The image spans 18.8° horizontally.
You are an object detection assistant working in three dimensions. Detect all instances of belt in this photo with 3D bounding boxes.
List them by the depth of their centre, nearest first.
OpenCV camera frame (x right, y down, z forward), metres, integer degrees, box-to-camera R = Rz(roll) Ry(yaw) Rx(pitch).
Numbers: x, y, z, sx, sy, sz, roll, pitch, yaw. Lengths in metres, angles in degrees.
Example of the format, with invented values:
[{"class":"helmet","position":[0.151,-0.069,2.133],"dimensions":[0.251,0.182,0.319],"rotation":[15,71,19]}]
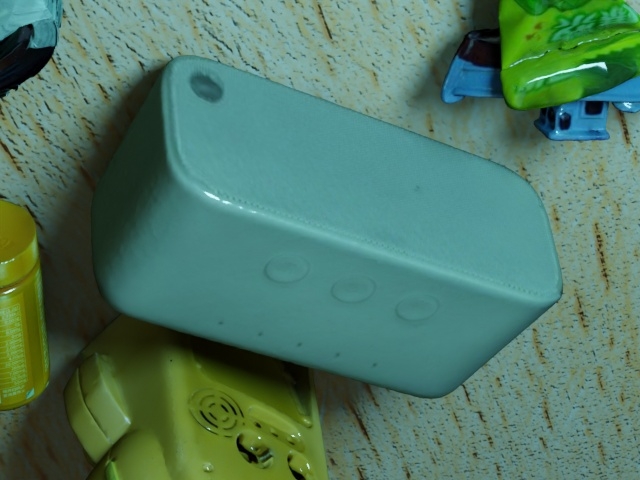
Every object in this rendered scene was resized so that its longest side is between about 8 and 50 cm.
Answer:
[{"class":"belt","position":[-0.277,-0.177,1.609],"dimensions":[0.140,0.058,0.105],"rotation":[-30,125,21]}]

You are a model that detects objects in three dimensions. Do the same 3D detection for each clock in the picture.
[{"class":"clock","position":[-0.108,0.225,1.840],"dimensions":[0.244,0.317,0.200],"rotation":[27,115,-30]}]

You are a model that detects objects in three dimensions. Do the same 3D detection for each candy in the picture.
[{"class":"candy","position":[0.202,-0.242,1.628],"dimensions":[0.149,0.069,0.246],"rotation":[-16,114,-9]}]

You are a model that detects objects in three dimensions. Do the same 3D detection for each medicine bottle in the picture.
[{"class":"medicine bottle","position":[-0.303,0.062,1.795],"dimensions":[0.096,0.096,0.192],"rotation":[-5,133,-7]}]

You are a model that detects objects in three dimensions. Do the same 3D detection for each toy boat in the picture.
[{"class":"toy boat","position":[0.214,-0.135,1.719],"dimensions":[0.223,0.100,0.097],"rotation":[0,111,-14]}]

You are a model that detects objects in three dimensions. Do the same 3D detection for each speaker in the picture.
[{"class":"speaker","position":[0.000,0.000,1.749],"dimensions":[0.406,0.183,0.184],"rotation":[18,131,-26]}]
